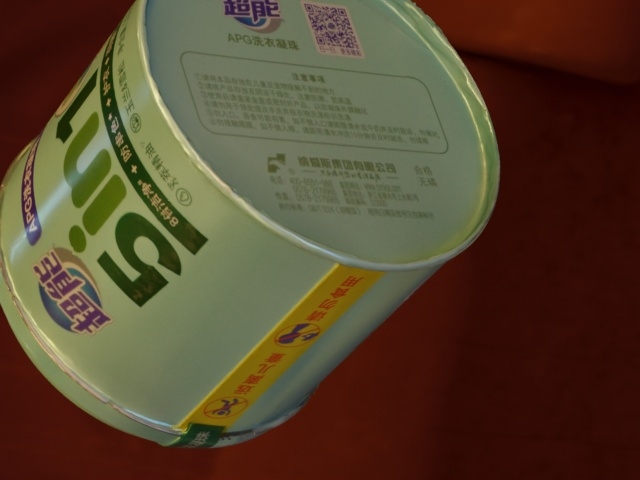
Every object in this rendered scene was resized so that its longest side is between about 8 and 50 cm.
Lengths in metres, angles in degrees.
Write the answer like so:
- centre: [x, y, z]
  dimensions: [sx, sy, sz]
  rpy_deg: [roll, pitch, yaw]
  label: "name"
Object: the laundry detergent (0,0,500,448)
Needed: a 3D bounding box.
- centre: [-0.071, -0.020, 1.386]
  dimensions: [0.305, 0.287, 0.287]
  rpy_deg: [-46, 54, 42]
  label: "laundry detergent"
